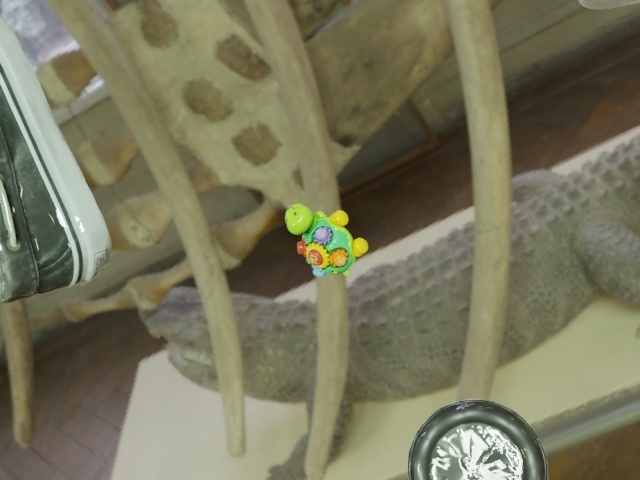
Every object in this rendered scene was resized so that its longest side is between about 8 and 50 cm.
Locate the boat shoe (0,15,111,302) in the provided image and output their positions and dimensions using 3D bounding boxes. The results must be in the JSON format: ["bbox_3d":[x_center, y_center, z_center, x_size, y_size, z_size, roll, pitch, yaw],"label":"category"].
[{"bbox_3d":[-0.310,-0.098,0.770,0.119,0.335,0.121,-24,-16,-46],"label":"boat shoe"}]

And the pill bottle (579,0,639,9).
[{"bbox_3d":[0.165,-0.248,0.500,0.117,0.208,0.117,-14,-6,-1],"label":"pill bottle"}]

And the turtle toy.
[{"bbox_3d":[0.000,0.000,1.266,0.095,0.130,0.066,-34,3,46],"label":"turtle toy"}]

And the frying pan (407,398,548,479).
[{"bbox_3d":[0.157,0.330,1.243,0.326,0.053,0.197,-8,77,9],"label":"frying pan"}]
